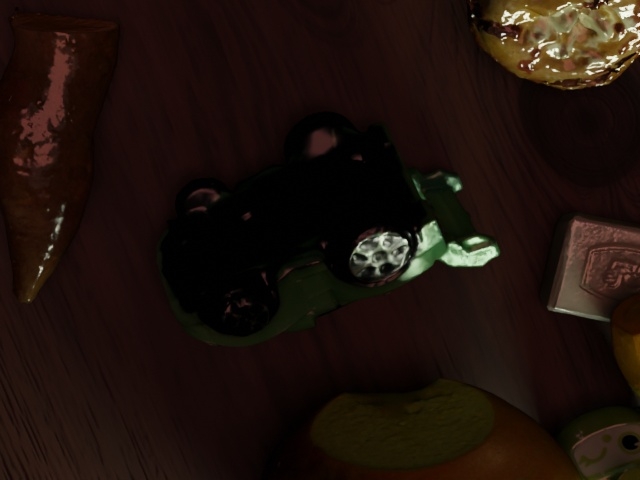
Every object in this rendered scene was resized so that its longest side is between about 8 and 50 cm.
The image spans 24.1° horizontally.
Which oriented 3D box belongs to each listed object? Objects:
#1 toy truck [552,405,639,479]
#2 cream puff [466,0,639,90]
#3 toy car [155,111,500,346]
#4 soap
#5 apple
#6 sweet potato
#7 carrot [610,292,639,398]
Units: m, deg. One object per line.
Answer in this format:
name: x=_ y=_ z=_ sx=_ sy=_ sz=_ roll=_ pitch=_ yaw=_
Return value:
toy truck: x=0.367 y=0.313 z=1.791 sx=0.148 sy=0.210 sz=0.187 roll=-18 pitch=118 yaw=-4
cream puff: x=0.278 y=-0.290 z=1.694 sx=0.240 sy=0.164 sz=0.240 roll=2 pitch=141 yaw=2
toy car: x=0.000 y=0.000 z=1.703 sx=0.359 sy=0.213 sz=0.176 roll=-28 pitch=135 yaw=1
soap: x=0.367 y=0.039 z=1.813 sx=0.183 sy=0.064 sz=0.121 roll=11 pitch=99 yaw=-7
apple: x=0.126 y=0.325 z=1.717 sx=0.374 sy=0.374 sz=0.384 roll=-38 pitch=61 yaw=0
sweet potato: x=-0.317 y=-0.092 z=1.689 sx=0.131 sy=0.131 sz=0.336 roll=12 pitch=95 yaw=-8
carrot: x=0.443 y=0.189 z=1.785 sx=0.114 sy=0.114 sz=0.302 roll=-36 pitch=117 yaw=0
